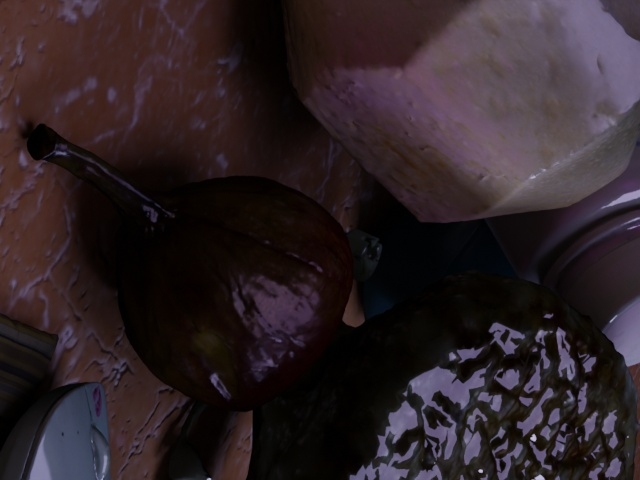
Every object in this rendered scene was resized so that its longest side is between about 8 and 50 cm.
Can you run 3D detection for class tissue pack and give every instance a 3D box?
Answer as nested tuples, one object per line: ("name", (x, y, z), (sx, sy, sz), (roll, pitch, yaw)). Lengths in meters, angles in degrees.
("tissue pack", (0.168, 0.024, 1.739), (0.287, 0.206, 0.198), (-49, 158, -31))

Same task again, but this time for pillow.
("pillow", (-0.256, 0.144, 1.186), (0.203, 0.038, 0.113), (-65, 152, -7))

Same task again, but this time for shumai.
("shumai", (0.055, 0.171, 1.484), (0.395, 0.348, 0.395), (-15, 116, -33))

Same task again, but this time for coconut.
("coconut", (0.136, -0.177, 1.390), (0.352, 0.352, 0.353), (-44, 146, -41))

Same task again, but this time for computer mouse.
("computer mouse", (-0.208, 0.246, 1.248), (0.288, 0.097, 0.159), (-66, 170, 6))

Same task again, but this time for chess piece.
("chess piece", (0.000, 0.000, 1.489), (0.067, 0.103, 0.067), (-42, 145, -41))

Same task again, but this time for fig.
("fig", (-0.110, 0.027, 1.255), (0.290, 0.190, 0.191), (10, 102, -47))

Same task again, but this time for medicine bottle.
("medicine bottle", (0.237, -0.038, 1.564), (0.170, 0.293, 0.170), (-20, 149, -13))
